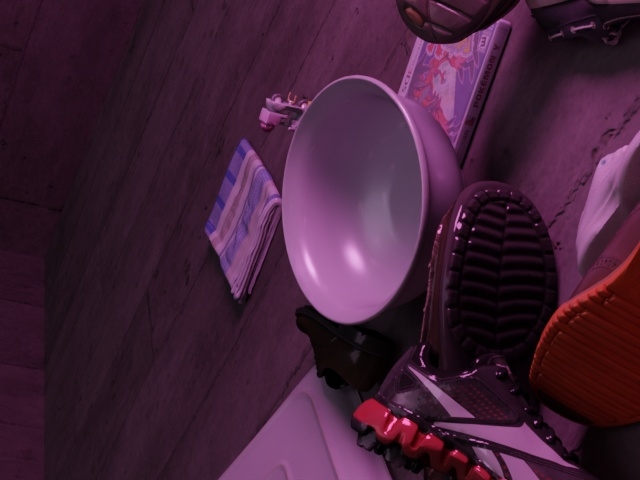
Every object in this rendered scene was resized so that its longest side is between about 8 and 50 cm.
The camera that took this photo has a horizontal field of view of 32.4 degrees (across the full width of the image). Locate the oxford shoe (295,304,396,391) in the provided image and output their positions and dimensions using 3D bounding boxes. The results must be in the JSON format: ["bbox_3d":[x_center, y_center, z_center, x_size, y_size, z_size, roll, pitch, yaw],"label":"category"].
[{"bbox_3d":[0.013,0.145,1.485,0.227,0.082,0.096,27,98,66],"label":"oxford shoe"}]

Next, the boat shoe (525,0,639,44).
[{"bbox_3d":[0.292,-0.234,1.120,0.206,0.075,0.065,17,137,61],"label":"boat shoe"}]

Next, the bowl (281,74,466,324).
[{"bbox_3d":[0.083,-0.047,1.335,0.298,0.134,0.298,1,92,57],"label":"bowl"}]

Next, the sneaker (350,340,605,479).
[{"bbox_3d":[0.168,0.178,0.989,0.135,0.276,0.097,-62,-22,-7],"label":"sneaker"}]

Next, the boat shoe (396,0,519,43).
[{"bbox_3d":[0.226,-0.357,1.182,0.355,0.130,0.132,-42,80,20],"label":"boat shoe"}]

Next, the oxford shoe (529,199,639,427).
[{"bbox_3d":[0.295,0.031,0.931,0.133,0.130,0.364,-55,-5,-44],"label":"oxford shoe"}]

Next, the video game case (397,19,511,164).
[{"bbox_3d":[0.159,-0.209,1.417,0.201,0.023,0.184,45,119,62],"label":"video game case"}]

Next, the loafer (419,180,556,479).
[{"bbox_3d":[0.149,0.119,1.143,0.130,0.133,0.366,164,115,-65],"label":"loafer"}]

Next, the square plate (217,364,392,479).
[{"bbox_3d":[-0.049,0.361,1.467,0.347,0.049,0.344,-52,30,19],"label":"square plate"}]

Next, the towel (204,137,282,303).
[{"bbox_3d":[-0.143,-0.043,1.992,0.209,0.034,0.285,-67,26,21],"label":"towel"}]

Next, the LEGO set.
[{"bbox_3d":[0.019,-0.122,1.577,0.287,0.132,0.107,43,126,56],"label":"LEGO set"}]

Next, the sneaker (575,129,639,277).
[{"bbox_3d":[0.289,-0.065,1.007,0.094,0.080,0.212,-90,23,-52],"label":"sneaker"}]
